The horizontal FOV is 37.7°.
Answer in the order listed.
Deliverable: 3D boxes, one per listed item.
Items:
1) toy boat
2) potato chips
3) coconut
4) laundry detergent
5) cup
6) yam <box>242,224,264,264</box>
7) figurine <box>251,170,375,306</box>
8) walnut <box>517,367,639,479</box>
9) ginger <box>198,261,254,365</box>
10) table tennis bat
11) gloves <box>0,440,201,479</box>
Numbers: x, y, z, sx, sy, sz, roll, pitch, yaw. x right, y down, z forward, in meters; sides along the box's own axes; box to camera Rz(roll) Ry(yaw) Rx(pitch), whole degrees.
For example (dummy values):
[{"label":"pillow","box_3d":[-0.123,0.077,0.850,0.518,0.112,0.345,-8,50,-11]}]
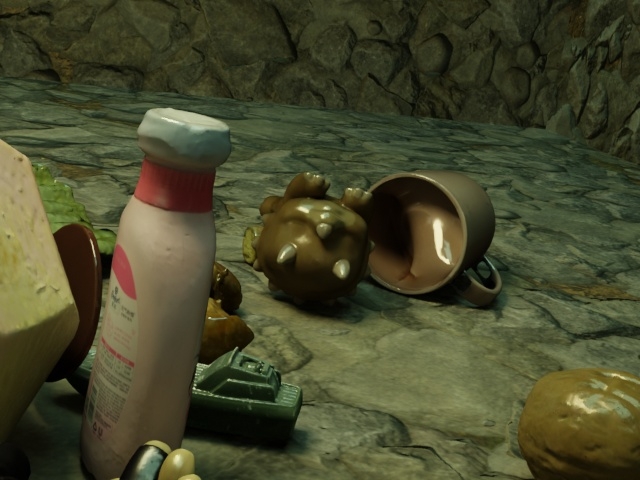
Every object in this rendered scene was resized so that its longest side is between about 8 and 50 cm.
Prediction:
[{"label":"toy boat","box_3d":[-0.147,0.146,0.975,0.260,0.085,0.078,10,17,4]},{"label":"potato chips","box_3d":[-0.500,-0.037,1.396,0.389,0.097,0.373,-1,25,-35]},{"label":"coconut","box_3d":[-0.381,0.058,0.796,0.352,0.353,0.352,8,16,-2]},{"label":"laundry detergent","box_3d":[-0.148,0.051,0.841,0.087,0.335,0.159,6,15,-28]},{"label":"cup","box_3d":[0.203,-0.001,1.530,0.253,0.191,0.200,46,25,15]},{"label":"yam","box_3d":[0.000,0.000,1.579,0.299,0.066,0.066,-5,21,-38]},{"label":"figurine","box_3d":[-0.015,0.012,1.383,0.177,0.173,0.247,24,-16,-23]},{"label":"walnut","box_3d":[0.279,0.199,0.934,0.166,0.149,0.166,29,-9,5]},{"label":"ginger","box_3d":[-0.157,0.083,1.153,0.133,0.107,0.309,-8,15,-7]},{"label":"table tennis bat","box_3d":[-0.287,0.076,0.971,0.021,0.154,0.274,9,-22,-36]},{"label":"gloves","box_3d":[-0.176,0.209,0.637,0.197,0.152,0.301,31,14,6]}]
